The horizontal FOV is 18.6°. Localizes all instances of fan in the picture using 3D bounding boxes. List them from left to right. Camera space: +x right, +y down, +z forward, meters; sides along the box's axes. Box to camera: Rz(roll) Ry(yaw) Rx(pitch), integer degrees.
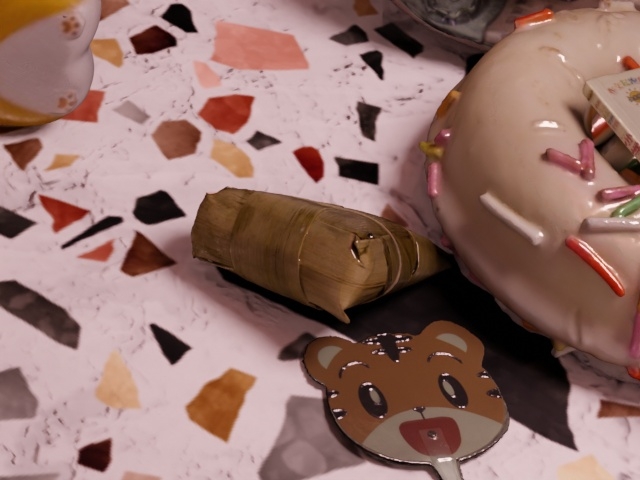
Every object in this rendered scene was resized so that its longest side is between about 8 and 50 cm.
[{"bbox_3d":[0.084,0.146,1.443,0.152,0.008,0.227,-4,46,-23],"label":"fan"}]

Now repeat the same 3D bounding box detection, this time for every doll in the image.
[{"bbox_3d":[-0.251,-0.213,1.601,0.162,0.167,0.270,13,40,-7],"label":"doll"}]

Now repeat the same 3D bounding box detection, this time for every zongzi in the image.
[{"bbox_3d":[0.000,0.000,1.534,0.160,0.078,0.176,23,17,23],"label":"zongzi"}]

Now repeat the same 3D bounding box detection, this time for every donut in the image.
[{"bbox_3d":[0.269,-0.050,1.603,0.382,0.142,0.383,9,44,-9],"label":"donut"}]

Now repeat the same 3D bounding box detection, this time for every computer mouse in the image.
[{"bbox_3d":[0.173,-0.235,1.795,0.389,0.115,0.199,18,33,-22],"label":"computer mouse"}]

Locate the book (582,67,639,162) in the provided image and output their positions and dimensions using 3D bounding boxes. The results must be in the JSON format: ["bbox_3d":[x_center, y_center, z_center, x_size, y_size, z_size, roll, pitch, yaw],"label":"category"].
[{"bbox_3d":[0.328,-0.057,1.512,0.162,0.022,0.232,-13,54,-31],"label":"book"}]
